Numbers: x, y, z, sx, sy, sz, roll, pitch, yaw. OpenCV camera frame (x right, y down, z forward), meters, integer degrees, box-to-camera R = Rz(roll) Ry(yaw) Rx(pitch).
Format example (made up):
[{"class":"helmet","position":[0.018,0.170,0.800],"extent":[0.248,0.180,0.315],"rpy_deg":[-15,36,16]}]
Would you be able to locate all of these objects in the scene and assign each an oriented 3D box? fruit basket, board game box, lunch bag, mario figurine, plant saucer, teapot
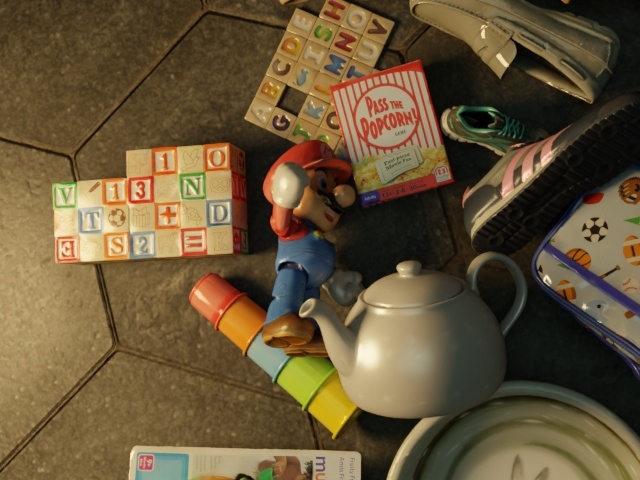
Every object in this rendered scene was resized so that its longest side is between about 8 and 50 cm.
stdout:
[{"class":"fruit basket","position":[-0.117,0.474,1.331],"extent":[0.352,0.165,0.327],"rpy_deg":[1,87,8]},{"class":"board game box","position":[0.108,-0.160,1.374],"extent":[0.146,0.045,0.194],"rpy_deg":[-16,86,7]},{"class":"lunch bag","position":[0.453,0.053,1.219],"extent":[0.303,0.115,0.243],"rpy_deg":[41,94,34]},{"class":"mario figurine","position":[0.000,0.000,1.312],"extent":[0.170,0.198,0.321],"rpy_deg":[5,71,-9]},{"class":"plant saucer","position":[0.290,0.397,1.282],"extent":[0.400,0.100,0.401],"rpy_deg":[-1,87,12]},{"class":"teapot","position":[0.139,0.118,1.249],"extent":[0.252,0.256,0.187],"rpy_deg":[-1,104,25]}]

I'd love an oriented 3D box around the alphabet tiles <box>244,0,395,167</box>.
[{"class":"alphabet tiles","position":[0.015,-0.259,1.424],"extent":[0.198,0.009,0.237],"rpy_deg":[26,92,12]}]

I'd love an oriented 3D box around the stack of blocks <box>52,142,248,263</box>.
[{"class":"stack of blocks","position":[-0.269,-0.054,1.430],"extent":[0.297,0.087,0.171],"rpy_deg":[-4,86,11]}]

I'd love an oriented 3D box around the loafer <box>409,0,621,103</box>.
[{"class":"loafer","position":[0.275,-0.295,1.321],"extent":[0.319,0.112,0.112],"rpy_deg":[21,83,11]}]

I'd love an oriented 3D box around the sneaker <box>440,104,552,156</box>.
[{"class":"sneaker","position":[0.262,-0.163,1.325],"extent":[0.166,0.076,0.065],"rpy_deg":[10,85,-1]}]

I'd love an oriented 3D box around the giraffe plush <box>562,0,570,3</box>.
[{"class":"giraffe plush","position":[0.420,-0.419,1.280],"extent":[0.170,0.210,0.182],"rpy_deg":[5,120,-11]}]

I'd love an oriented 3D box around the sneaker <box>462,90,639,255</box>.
[{"class":"sneaker","position":[0.320,-0.116,1.257],"extent":[0.319,0.112,0.131],"rpy_deg":[-39,38,25]}]

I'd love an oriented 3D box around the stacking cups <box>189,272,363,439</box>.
[{"class":"stacking cups","position":[-0.063,0.165,1.383],"extent":[0.316,0.096,0.096],"rpy_deg":[40,95,16]}]

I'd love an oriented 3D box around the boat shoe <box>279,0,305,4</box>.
[{"class":"boat shoe","position":[0.077,-0.415,1.376],"extent":[0.302,0.109,0.098],"rpy_deg":[-2,95,14]}]
